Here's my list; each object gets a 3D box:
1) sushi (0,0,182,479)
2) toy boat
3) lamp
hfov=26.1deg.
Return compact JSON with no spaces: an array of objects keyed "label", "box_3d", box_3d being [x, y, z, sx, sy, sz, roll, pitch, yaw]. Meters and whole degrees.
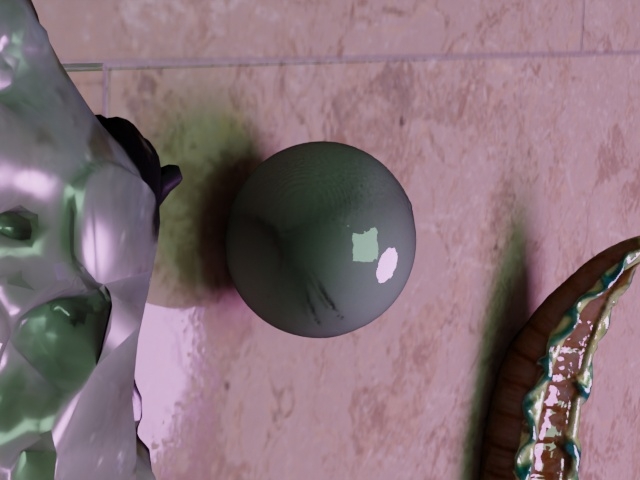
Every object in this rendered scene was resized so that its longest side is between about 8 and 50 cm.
[{"label":"sushi","box_3d":[-0.167,0.021,0.426,0.234,0.207,0.348,-59,146,-47]},{"label":"toy boat","box_3d":[0.179,0.120,1.026,0.108,0.099,0.293,5,101,-56]},{"label":"lamp","box_3d":[0.000,0.000,0.736,0.105,0.105,0.105,-17,111,-52]}]
